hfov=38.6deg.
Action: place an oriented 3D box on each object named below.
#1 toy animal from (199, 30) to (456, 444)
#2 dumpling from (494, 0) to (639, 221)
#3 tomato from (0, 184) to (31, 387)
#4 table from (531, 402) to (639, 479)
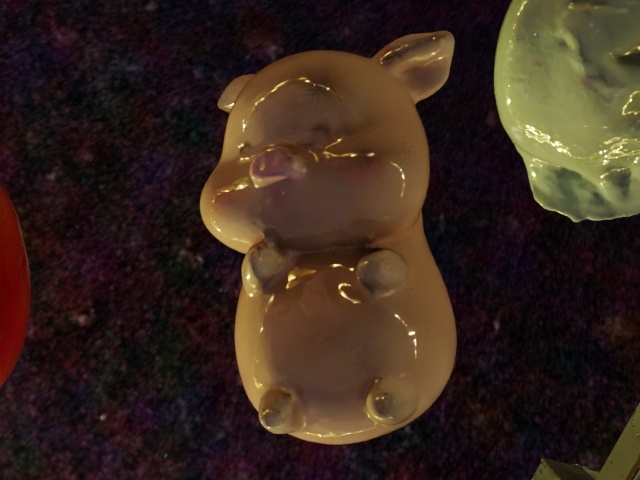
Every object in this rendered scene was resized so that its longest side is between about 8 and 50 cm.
[{"bbox_3d":[0.011,-0.001,0.572,0.166,0.154,0.250,-5,82,7],"label":"toy animal"},{"bbox_3d":[0.321,-0.203,0.971,0.270,0.211,0.320,-6,140,23],"label":"dumpling"},{"bbox_3d":[-0.404,0.030,0.887,0.226,0.298,0.298,-33,103,13],"label":"tomato"},{"bbox_3d":[0.191,0.166,0.521,0.146,0.062,0.175,17,106,-24],"label":"table"}]
